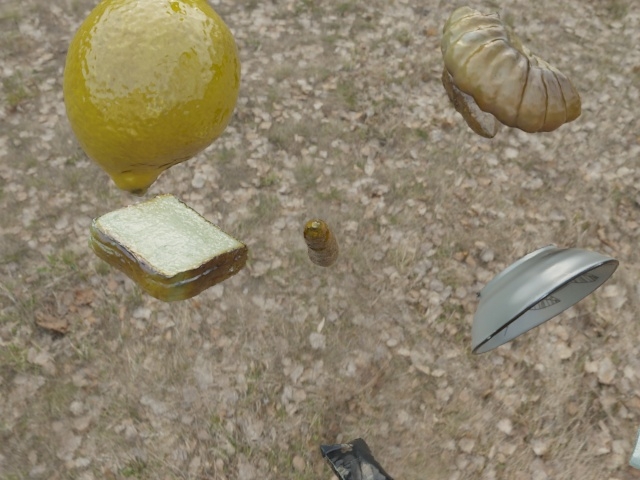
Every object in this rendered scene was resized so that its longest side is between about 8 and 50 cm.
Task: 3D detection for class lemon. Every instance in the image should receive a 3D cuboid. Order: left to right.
[{"bbox_3d":[-0.181,-0.169,0.678,0.187,0.244,0.187,21,12,-5],"label":"lemon"}]

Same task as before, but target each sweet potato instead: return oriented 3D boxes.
[{"bbox_3d":[0.298,-0.334,1.239,0.114,0.092,0.341,6,56,8],"label":"sweet potato"}]

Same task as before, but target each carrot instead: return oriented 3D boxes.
[{"bbox_3d":[0.000,0.000,1.181,0.066,0.314,0.066,-1,79,3],"label":"carrot"}]

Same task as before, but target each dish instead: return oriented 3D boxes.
[{"bbox_3d":[0.396,0.094,1.182,0.316,0.316,0.106,-22,67,-19],"label":"dish"}]

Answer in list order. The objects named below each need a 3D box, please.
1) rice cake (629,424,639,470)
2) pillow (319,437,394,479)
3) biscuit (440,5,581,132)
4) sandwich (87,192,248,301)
[{"bbox_3d":[0.526,0.289,0.987,0.033,0.029,0.171,23,54,27],"label":"rice cake"},{"bbox_3d":[0.066,0.407,1.107,0.090,0.048,0.150,-23,29,-17],"label":"pillow"},{"bbox_3d":[0.207,-0.187,0.685,0.183,0.061,0.118,43,53,5],"label":"biscuit"},{"bbox_3d":[-0.359,0.015,1.466,0.301,0.099,0.271,32,37,25],"label":"sandwich"}]
